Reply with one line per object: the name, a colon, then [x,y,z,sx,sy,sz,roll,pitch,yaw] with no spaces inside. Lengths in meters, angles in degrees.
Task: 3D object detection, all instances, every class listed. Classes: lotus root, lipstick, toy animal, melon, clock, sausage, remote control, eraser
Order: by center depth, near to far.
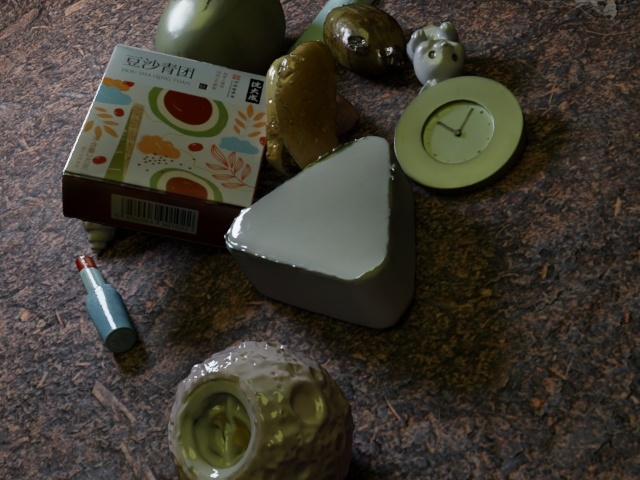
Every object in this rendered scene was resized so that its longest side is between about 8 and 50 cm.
eraser: [0.000,0.000,1.576,0.331,0.150,0.331,-14,45,15]
clock: [0.246,-0.188,1.657,0.235,0.029,0.235,-10,61,19]
toy animal: [0.228,-0.318,1.766,0.104,0.131,0.220,-1,45,-8]
lipstick: [-0.417,0.109,1.774,0.068,0.061,0.274,-37,42,-3]
sausage: [-0.023,-0.292,1.917,0.086,0.086,0.289,-39,41,-8]
lotus root: [0.096,-0.415,1.934,0.145,0.128,0.260,-27,42,-12]
melon: [-0.224,-0.445,2.045,0.268,0.268,0.330,15,55,39]
remote control: [0.026,-0.500,2.115,0.103,0.051,0.293,14,59,38]

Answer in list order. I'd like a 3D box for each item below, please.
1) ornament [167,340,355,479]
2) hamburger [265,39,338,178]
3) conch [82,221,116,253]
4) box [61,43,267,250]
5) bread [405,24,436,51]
ornament: [-0.075,0.268,1.292,0.259,0.225,0.259,-9,73,31]
hamburger: [-0.039,-0.249,1.758,0.124,0.131,0.262,1,93,32]
conch: [-0.423,-0.112,1.932,0.149,0.183,0.275,36,88,18]
box: [-0.281,-0.188,1.821,0.344,0.122,0.385,11,49,-4]
bread: [0.216,-0.403,1.922,0.083,0.035,0.070,-36,41,4]
